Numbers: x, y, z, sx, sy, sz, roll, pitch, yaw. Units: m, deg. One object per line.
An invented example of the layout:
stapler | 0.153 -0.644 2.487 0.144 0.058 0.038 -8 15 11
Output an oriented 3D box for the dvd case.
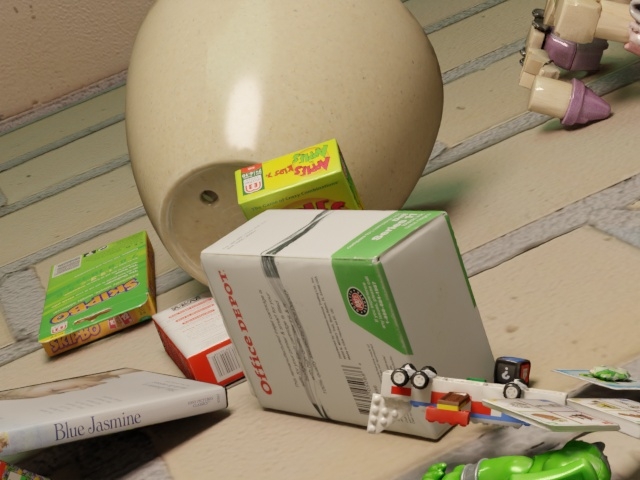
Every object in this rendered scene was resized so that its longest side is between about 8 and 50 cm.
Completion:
dvd case | -0.230 0.144 1.155 0.253 0.022 0.180 -8 6 -36

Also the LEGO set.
LEGO set | 0.152 0.116 0.909 0.182 0.060 0.244 4 4 -27

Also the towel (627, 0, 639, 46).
towel | 0.483 -0.170 1.192 0.316 0.053 0.332 -13 32 -19

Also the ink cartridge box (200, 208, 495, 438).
ink cartridge box | 0.019 0.058 1.073 0.208 0.153 0.087 3 29 48

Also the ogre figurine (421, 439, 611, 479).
ogre figurine | 0.110 0.174 0.748 0.118 0.097 0.197 -26 3 16

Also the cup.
cup | -0.053 -0.081 1.347 0.331 0.331 0.237 -13 35 20

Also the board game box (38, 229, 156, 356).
board game box | -0.246 0.058 1.536 0.124 0.039 0.259 -21 16 -1

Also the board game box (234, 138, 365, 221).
board game box | 0.000 0.000 1.211 0.092 0.181 0.043 -17 45 9

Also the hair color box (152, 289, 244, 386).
hair color box | -0.103 0.092 1.278 0.072 0.043 0.141 -24 20 -12

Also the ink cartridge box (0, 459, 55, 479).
ink cartridge box | -0.265 0.185 1.087 0.062 0.115 0.029 1 67 47

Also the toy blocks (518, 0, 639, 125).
toy blocks | 0.394 -0.266 1.574 0.260 0.309 0.289 14 35 -1
